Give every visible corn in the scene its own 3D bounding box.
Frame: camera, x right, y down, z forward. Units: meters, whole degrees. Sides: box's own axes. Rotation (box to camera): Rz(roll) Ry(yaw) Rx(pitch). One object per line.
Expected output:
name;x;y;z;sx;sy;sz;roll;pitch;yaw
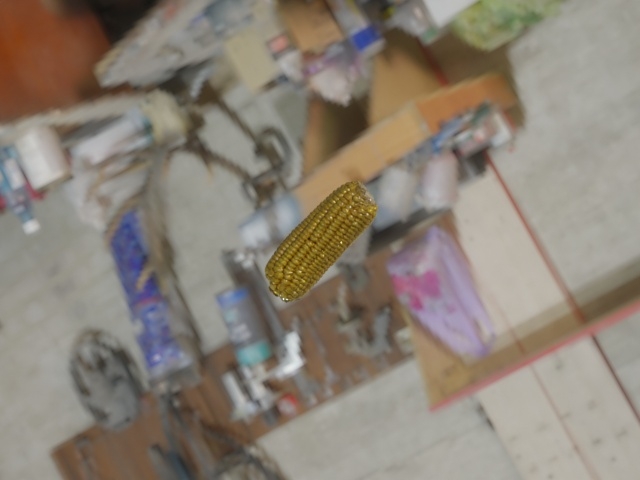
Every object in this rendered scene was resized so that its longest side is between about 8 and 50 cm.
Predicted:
corn;0.000;0.000;0.950;0.092;0.037;0.037;-45;173;11
